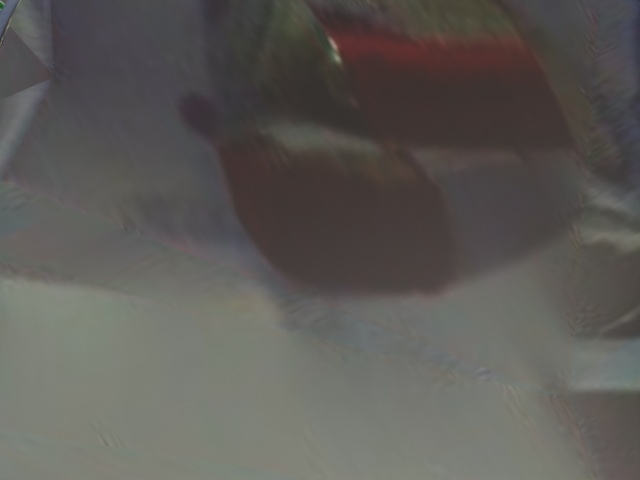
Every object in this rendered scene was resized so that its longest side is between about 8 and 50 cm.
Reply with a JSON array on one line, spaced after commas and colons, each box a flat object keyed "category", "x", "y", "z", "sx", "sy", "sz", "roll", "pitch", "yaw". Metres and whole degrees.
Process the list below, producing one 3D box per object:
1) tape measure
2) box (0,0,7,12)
[{"category": "tape measure", "x": 0.000, "y": 0.002, "z": 0.537, "sx": 0.259, "sy": 0.138, "sz": 0.262, "roll": 3, "pitch": 70, "yaw": -17}, {"category": "box", "x": -0.318, "y": -0.230, "z": 1.480, "sx": 0.050, "sy": 0.207, "sz": 0.041, "roll": -38, "pitch": 21, "yaw": 33}]
